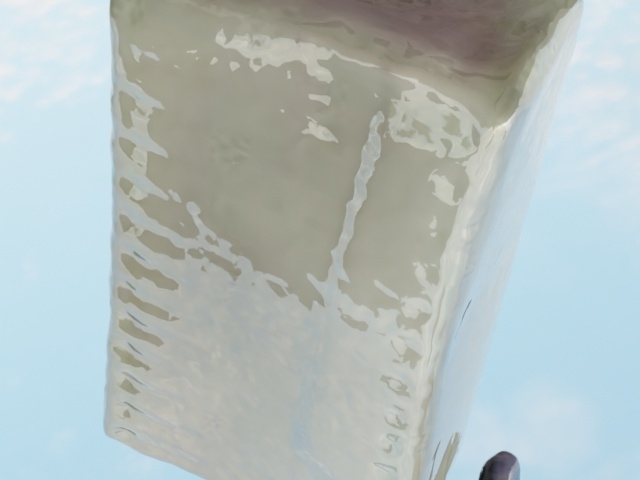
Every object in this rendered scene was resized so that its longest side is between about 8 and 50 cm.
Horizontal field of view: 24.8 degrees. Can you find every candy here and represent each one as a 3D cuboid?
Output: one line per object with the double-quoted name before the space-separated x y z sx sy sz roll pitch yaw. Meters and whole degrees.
"candy" 0.003 0.000 0.785 0.208 0.359 0.145 23 -137 17

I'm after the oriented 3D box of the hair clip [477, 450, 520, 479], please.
"hair clip" 0.104 0.264 0.976 0.090 0.278 0.137 -10 -176 40
